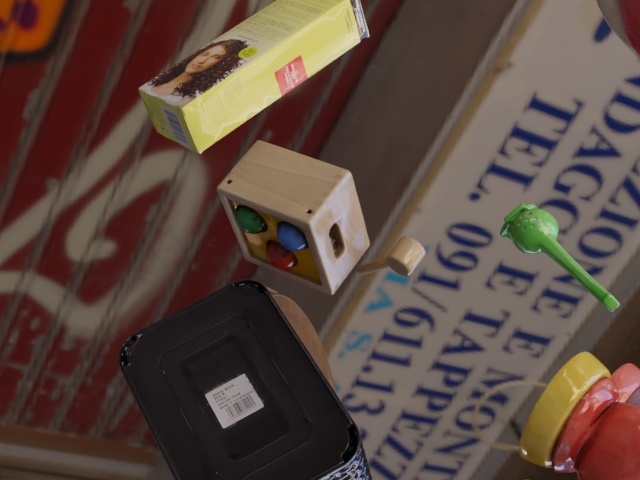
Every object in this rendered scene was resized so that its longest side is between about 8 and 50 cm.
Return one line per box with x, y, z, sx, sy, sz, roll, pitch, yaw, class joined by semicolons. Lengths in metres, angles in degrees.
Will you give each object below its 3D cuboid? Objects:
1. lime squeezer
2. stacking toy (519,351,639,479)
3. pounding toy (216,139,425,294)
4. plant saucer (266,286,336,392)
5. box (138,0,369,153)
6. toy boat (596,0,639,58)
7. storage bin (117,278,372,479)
0.272;-0.005;1.341;0.059;0.110;0.310;-58;-166;7;lime squeezer
0.287;0.266;1.116;0.130;0.309;0.279;31;-79;30;stacking toy
0.007;0.008;1.211;0.206;0.181;0.094;21;-121;29;pounding toy
-0.040;0.182;1.290;0.041;0.278;0.277;-16;-124;20;plant saucer
-0.064;-0.181;1.105;0.087;0.232;0.058;27;-34;44;box
0.176;-0.114;0.313;0.151;0.151;0.231;52;-11;27;toy boat
-0.054;0.131;0.781;0.180;0.122;0.084;54;-14;39;storage bin
